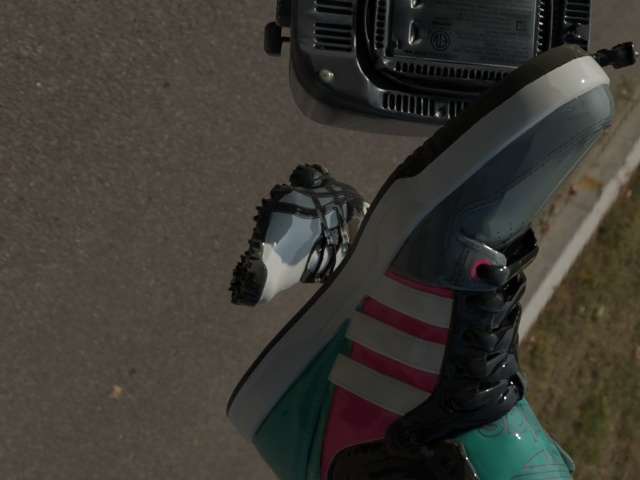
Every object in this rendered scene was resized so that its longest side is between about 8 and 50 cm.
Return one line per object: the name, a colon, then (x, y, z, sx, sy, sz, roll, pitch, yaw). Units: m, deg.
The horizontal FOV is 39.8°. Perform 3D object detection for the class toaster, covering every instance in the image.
toaster: (0.078, -0.135, 0.599, 0.146, 0.227, 0.129, -172, -95, -81)

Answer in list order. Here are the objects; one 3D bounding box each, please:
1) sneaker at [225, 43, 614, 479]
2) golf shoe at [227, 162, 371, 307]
sneaker: (0.081, 0.067, 0.439, 0.124, 0.178, 0.295, -20, 152, -50)
golf shoe: (0.000, 0.000, 0.650, 0.077, 0.094, 0.198, -67, 174, 29)
